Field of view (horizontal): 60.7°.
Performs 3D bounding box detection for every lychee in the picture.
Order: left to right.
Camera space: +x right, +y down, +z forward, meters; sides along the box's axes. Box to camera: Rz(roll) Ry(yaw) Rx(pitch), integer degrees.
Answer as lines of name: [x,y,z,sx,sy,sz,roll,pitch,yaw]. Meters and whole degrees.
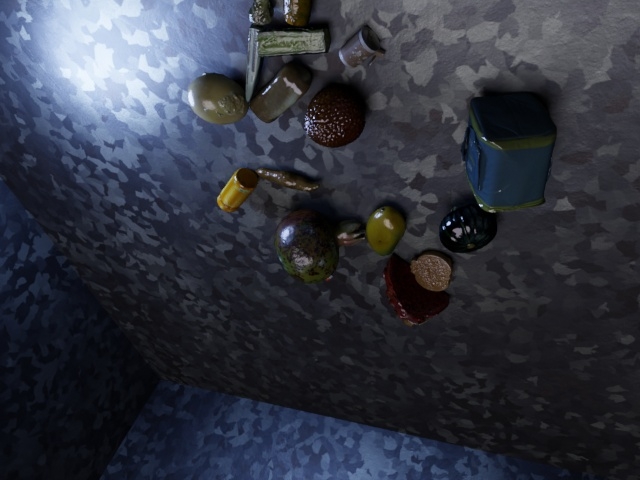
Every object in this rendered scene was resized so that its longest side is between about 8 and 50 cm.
lychee: [0.043,-0.368,1.665,0.194,0.194,0.194,15,139,13]

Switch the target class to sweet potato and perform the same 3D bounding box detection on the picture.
sweet potato: [-0.128,-0.227,2.002,0.274,0.067,0.067,19,141,19]

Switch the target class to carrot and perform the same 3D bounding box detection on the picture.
carrot: [-0.060,-0.667,1.467,0.082,0.082,0.173,18,133,10]

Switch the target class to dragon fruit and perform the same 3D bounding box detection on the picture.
dragon fruit: [0.330,0.233,2.146,0.317,0.205,0.152,38,140,-13]

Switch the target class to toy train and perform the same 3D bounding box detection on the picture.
toy train: [-0.199,-0.536,1.683,0.048,0.055,0.252,13,133,2]

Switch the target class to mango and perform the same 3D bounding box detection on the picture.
mango: [0.230,-0.032,2.000,0.137,0.091,0.237,30,141,5]

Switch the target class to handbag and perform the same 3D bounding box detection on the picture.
handbag: [0.504,-0.242,1.486,0.222,0.263,0.241,-8,132,1]

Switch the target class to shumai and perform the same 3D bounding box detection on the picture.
shumai: [-0.173,-0.658,1.534,0.082,0.083,0.080,-27,149,3]

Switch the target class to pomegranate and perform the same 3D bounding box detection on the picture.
pomegranate: [0.000,0.000,2.061,0.341,0.285,0.285,-20,130,2]

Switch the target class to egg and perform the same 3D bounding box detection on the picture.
egg: [-0.330,-0.459,1.776,0.201,0.164,0.164,15,146,-23]

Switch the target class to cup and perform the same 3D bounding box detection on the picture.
cup: [0.116,-0.536,1.536,0.099,0.102,0.074,-25,81,45]

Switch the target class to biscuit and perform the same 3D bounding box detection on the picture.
biscuit: [0.422,0.109,2.077,0.170,0.050,0.170,15,126,21]

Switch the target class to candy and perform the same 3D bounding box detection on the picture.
candy: [-0.126,-0.459,1.712,0.104,0.102,0.234,41,136,-18]

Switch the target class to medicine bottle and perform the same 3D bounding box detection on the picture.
medicine bottle: [-0.321,-0.193,2.113,0.096,0.096,0.192,35,140,-11]

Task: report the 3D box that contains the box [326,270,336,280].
box: [-0.039,0.092,2.318,0.218,0.039,0.055,35,139,-11]

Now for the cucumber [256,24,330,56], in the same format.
cucumber: [-0.080,-0.573,1.573,0.211,0.062,0.078,2,117,16]

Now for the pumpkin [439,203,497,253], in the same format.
pumpkin: [0.488,-0.035,1.810,0.194,0.150,0.194,16,151,9]
